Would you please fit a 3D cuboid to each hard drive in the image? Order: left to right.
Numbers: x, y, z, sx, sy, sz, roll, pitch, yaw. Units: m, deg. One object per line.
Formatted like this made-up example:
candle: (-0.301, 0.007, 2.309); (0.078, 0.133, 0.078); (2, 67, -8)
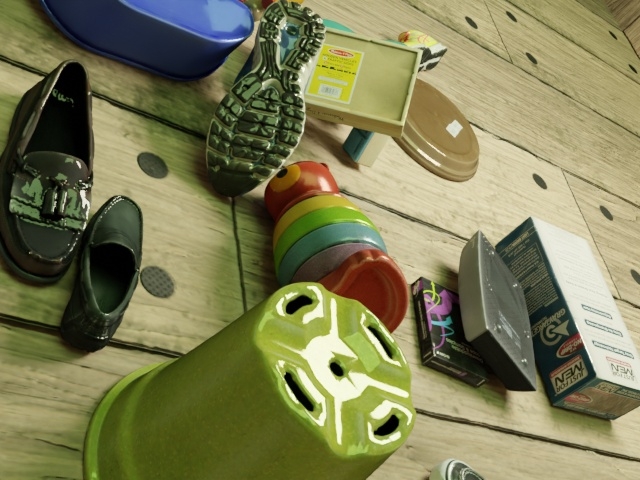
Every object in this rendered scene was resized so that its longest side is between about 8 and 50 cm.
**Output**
hard drive: (0.287, 0.116, 1.379); (0.172, 0.054, 0.254); (49, 28, -25)

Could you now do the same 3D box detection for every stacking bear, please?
stacking bear: (0.000, 0.000, 1.158); (0.164, 0.175, 0.289); (42, 18, -45)

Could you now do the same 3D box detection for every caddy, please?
caddy: (-0.256, -0.383, 1.262); (0.341, 0.179, 0.241); (16, 67, -36)

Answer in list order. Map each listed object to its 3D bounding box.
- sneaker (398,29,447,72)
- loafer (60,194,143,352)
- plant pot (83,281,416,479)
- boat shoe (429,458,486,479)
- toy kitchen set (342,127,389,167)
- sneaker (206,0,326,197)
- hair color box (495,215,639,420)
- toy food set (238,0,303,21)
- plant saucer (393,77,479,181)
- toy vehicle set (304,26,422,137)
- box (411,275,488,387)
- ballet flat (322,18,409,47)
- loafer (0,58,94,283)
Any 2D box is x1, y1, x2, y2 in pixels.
sneaker: (0.198, -0.420, 1.855); (0.094, 0.081, 0.208); (45, 28, 12)
loafer: (-0.234, 0.025, 0.953); (0.076, 0.078, 0.223); (29, 38, -23)
plant pot: (-0.052, 0.180, 0.831); (0.276, 0.254, 0.276); (27, 39, -24)
boat shoe: (0.263, 0.394, 1.069); (0.301, 0.102, 0.108); (53, 36, 10)
toy kitchen set: (0.013, -0.247, 1.479); (0.166, 0.122, 0.207); (15, 25, -36)
sneaker: (-0.083, -0.197, 1.271); (0.130, 0.147, 0.330); (23, 63, -5)
hair color box: (0.452, 0.137, 1.518); (0.174, 0.105, 0.347); (19, 42, -32)
toy food set: (-0.154, -0.451, 1.476); (0.232, 0.111, 0.104); (37, 34, 9)
plant saucer: (0.228, -0.240, 1.727); (0.278, 0.041, 0.278); (28, 38, -24)
toy vehicle set: (0.025, -0.277, 1.407); (0.267, 0.035, 0.166); (15, 62, 4)
box: (0.203, 0.142, 1.325); (0.116, 0.029, 0.162); (25, 40, -26)
ballet flat: (0.069, -0.372, 1.666); (0.232, 0.073, 0.080); (12, 48, -18)
loafer: (-0.314, -0.094, 0.976); (0.109, 0.095, 0.302); (20, 42, -32)
